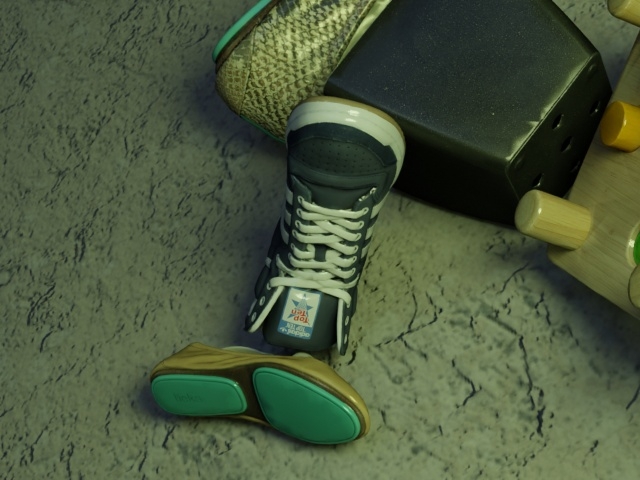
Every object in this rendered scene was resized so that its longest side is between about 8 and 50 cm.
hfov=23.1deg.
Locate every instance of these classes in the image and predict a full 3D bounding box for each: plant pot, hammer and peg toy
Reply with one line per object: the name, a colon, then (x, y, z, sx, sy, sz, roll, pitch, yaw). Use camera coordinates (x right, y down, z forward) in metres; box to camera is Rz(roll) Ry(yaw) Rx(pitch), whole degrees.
plant pot: (0.145, -0.120, 1.327, 0.167, 0.187, 0.188, 34, 81, 29)
hammer and peg toy: (0.295, -0.054, 1.088, 0.266, 0.127, 0.361, -68, 23, 8)

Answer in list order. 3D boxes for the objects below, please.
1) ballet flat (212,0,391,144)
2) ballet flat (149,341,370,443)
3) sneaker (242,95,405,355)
ballet flat: (0.105, -0.279, 1.482, 0.182, 0.164, 0.483, 40, 90, 8)
ballet flat: (-0.045, 0.120, 1.351, 0.232, 0.080, 0.073, 6, 34, 34)
sneaker: (0.000, 0.000, 1.295, 0.099, 0.282, 0.153, 14, 68, 0)
